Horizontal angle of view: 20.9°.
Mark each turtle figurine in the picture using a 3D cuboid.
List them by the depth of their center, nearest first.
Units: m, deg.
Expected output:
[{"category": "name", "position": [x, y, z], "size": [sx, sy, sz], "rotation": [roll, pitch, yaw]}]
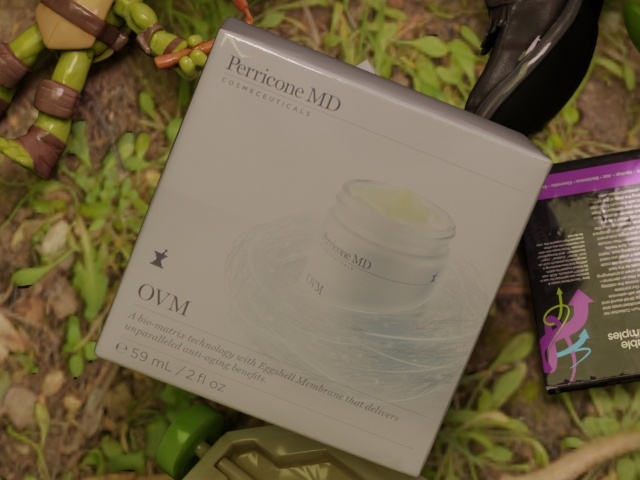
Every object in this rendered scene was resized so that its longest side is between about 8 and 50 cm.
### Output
[{"category": "turtle figurine", "position": [-0.198, -0.170, 1.315], "size": [0.269, 0.087, 0.217], "rotation": [36, 92, 10]}]

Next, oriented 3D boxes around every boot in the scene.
[{"category": "boot", "position": [0.107, -0.213, 1.273], "size": [0.229, 0.091, 0.263], "rotation": [27, 76, 21]}]

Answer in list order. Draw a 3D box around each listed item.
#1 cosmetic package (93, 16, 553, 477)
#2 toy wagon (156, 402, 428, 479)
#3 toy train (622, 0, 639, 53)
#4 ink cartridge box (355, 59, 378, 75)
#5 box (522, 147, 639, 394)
[{"category": "cosmetic package", "position": [0.000, 0.000, 1.133], "size": [0.224, 0.138, 0.225], "rotation": [21, 98, -5]}, {"category": "toy wagon", "position": [-0.058, 0.274, 1.131], "size": [0.267, 0.068, 0.344], "rotation": [34, 71, 24]}, {"category": "toy train", "position": [0.270, -0.161, 1.175], "size": [0.143, 0.105, 0.248], "rotation": [-27, 98, -13]}, {"category": "ink cartridge box", "position": [0.003, -0.065, 1.242], "size": [0.122, 0.088, 0.052], "rotation": [-30, 70, 2]}, {"category": "box", "position": [0.202, 0.020, 1.210], "size": [0.116, 0.029, 0.162], "rotation": [-9, 72, 10]}]
